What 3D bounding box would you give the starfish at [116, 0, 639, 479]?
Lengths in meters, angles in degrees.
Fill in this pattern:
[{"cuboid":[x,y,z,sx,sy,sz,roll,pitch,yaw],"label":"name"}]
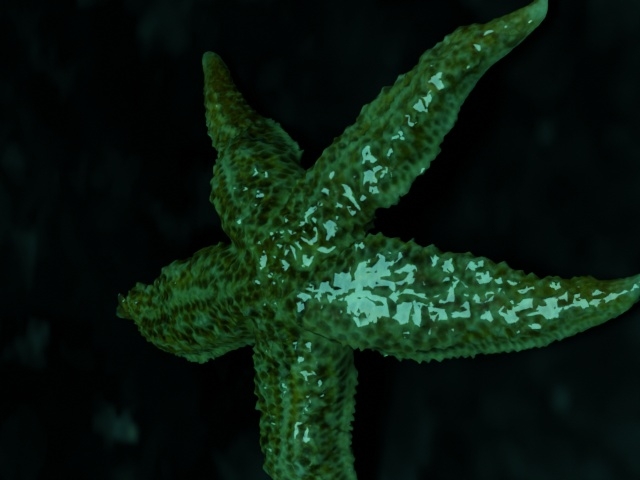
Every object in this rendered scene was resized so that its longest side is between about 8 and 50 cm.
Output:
[{"cuboid":[-0.001,-0.002,0.850,0.347,0.078,0.358,48,121,39],"label":"starfish"}]
